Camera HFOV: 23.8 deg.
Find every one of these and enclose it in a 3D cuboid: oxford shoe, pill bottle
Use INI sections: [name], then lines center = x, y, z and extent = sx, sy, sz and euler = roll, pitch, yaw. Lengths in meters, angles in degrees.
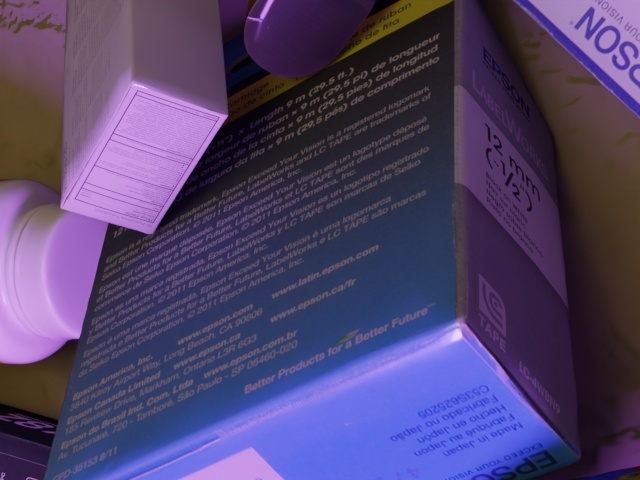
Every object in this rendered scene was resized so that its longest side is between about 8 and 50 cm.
[oxford shoe]
center = 0.034, -0.184, 0.812
extent = 0.212, 0.076, 0.076
euler = -41, 27, 20
[pill bottle]
center = -0.232, 0.020, 0.979
extent = 0.215, 0.117, 0.117
euler = -1, 84, 31

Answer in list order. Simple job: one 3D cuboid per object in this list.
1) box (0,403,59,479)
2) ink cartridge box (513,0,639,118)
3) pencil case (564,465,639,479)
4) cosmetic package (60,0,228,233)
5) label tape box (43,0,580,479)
[box]
center = -0.187, 0.313, 0.935
extent = 0.318, 0.097, 0.395
euler = 10, 90, 28
[ink cartridge box]
center = 0.184, -0.279, 0.791
extent = 0.324, 0.071, 0.330
euler = 49, 115, 25
[pencil case]
center = 0.112, 0.174, 0.690
extent = 0.306, 0.119, 0.133
euler = -28, 89, 56
[cosmetic package]
center = -0.102, -0.125, 0.867
extent = 0.099, 0.060, 0.239
euler = -51, 32, 37
[label tape box]
center = 0.000, 0.000, 0.824
extent = 0.249, 0.115, 0.347
euler = -27, 33, 26
